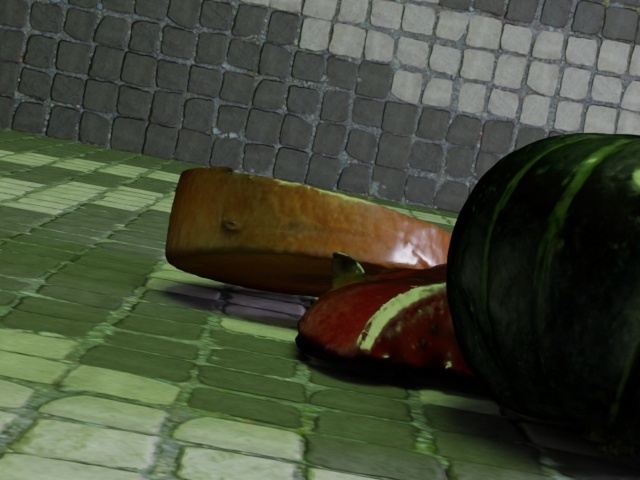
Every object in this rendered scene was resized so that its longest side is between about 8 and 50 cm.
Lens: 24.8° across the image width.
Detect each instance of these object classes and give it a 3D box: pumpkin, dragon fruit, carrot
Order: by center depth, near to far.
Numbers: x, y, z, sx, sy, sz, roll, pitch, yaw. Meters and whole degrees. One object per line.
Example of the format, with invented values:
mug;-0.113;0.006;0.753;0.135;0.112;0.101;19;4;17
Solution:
pumpkin;0.251;0.037;1.079;0.323;0.241;0.323;13;5;-1
dragon fruit;0.125;0.070;1.305;0.343;0.100;0.282;9;1;-23
carrot;0.000;0.000;1.469;0.307;0.100;0.258;8;-7;-5
